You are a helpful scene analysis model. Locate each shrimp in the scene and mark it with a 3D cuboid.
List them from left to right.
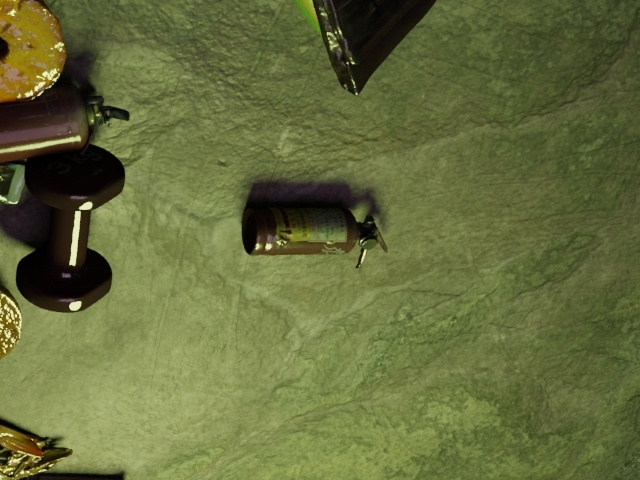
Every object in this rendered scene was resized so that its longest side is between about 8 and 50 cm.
[{"bbox_3d":[-0.533,0.347,2.105,0.267,0.061,0.145,2,117,-22],"label":"shrimp"}]

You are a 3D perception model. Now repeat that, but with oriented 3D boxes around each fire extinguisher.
[{"bbox_3d":[-0.393,-0.152,1.721,0.268,0.105,0.105,-9,130,-15],"label":"fire extinguisher"},{"bbox_3d":[0.000,-0.008,2.036,0.252,0.075,0.106,-1,155,-24],"label":"fire extinguisher"}]

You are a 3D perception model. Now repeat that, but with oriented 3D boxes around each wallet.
[{"bbox_3d":[0.080,-0.331,1.737,0.229,0.049,0.182,-49,137,-31],"label":"wallet"}]

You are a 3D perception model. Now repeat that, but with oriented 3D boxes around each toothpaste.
[{"bbox_3d":[-0.506,-0.095,1.768,0.216,0.037,0.062,12,109,-33],"label":"toothpaste"}]

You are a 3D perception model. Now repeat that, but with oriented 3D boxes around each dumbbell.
[{"bbox_3d":[-0.352,-0.018,1.825,0.140,0.124,0.225,-36,148,-49],"label":"dumbbell"}]

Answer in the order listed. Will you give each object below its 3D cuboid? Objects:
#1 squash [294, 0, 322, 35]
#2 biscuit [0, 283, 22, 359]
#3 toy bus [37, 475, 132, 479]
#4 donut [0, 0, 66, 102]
[{"bbox_3d":[0.006,-0.332,1.751,0.095,0.095,0.188,-29,134,2],"label":"squash"},{"bbox_3d":[-0.546,0.117,1.914,0.208,0.049,0.181,6,124,-27],"label":"biscuit"},{"bbox_3d":[-0.403,0.457,2.229,0.178,0.087,0.098,9,117,-26],"label":"toy bus"},{"bbox_3d":[-0.421,-0.257,1.645,0.190,0.075,0.174,-18,133,-3],"label":"donut"}]
